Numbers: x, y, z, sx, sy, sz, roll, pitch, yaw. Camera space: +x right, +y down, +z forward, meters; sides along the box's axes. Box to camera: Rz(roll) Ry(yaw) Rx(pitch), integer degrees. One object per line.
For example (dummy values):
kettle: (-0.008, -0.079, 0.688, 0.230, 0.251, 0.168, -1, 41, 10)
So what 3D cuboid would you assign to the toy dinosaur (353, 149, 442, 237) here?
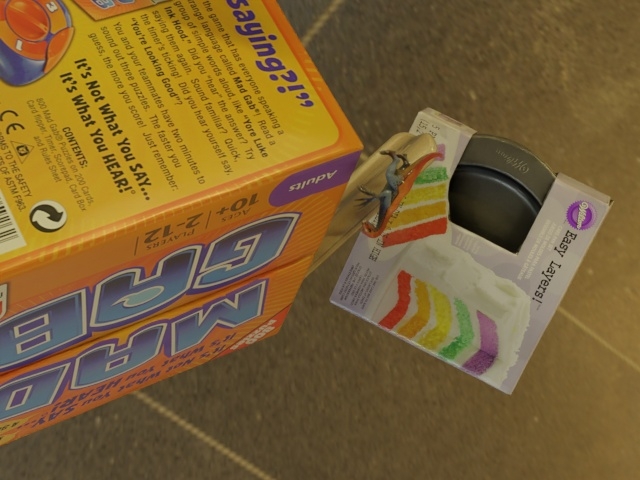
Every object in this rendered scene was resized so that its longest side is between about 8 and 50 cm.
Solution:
toy dinosaur: (0.066, -0.043, 1.318, 0.090, 0.047, 0.082, -1, 85, 22)

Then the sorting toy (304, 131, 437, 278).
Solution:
sorting toy: (0.000, 0.000, 1.476, 0.307, 0.229, 0.041, -42, 96, 2)

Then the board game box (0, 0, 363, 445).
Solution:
board game box: (-0.234, -0.076, 1.220, 0.356, 0.356, 0.356, -21, 159, -23)

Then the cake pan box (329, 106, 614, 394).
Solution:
cake pan box: (0.174, 0.007, 1.623, 0.246, 0.070, 0.267, 28, 105, 6)
